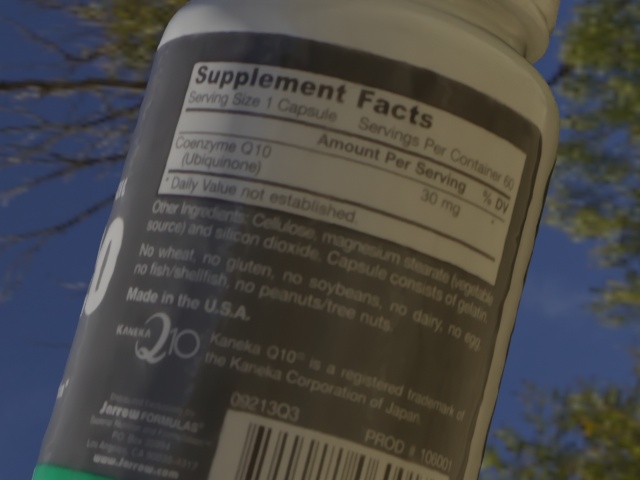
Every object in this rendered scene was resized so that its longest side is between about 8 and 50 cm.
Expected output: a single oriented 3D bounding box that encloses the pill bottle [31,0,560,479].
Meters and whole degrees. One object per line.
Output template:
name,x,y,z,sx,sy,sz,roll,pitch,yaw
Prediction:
pill bottle,0.000,0.000,0.874,0.204,0.204,0.361,29,-108,-47
